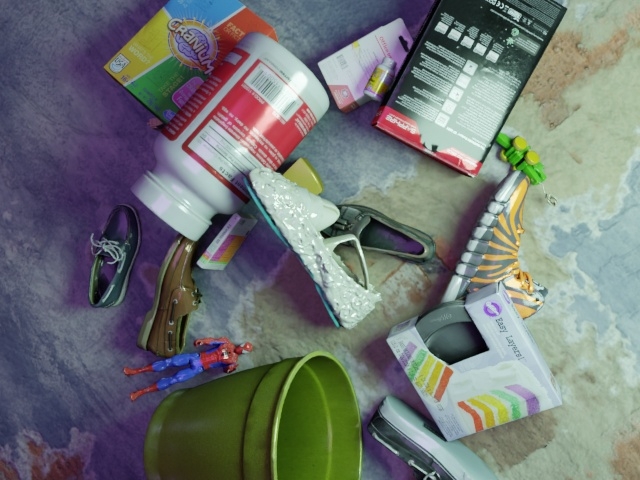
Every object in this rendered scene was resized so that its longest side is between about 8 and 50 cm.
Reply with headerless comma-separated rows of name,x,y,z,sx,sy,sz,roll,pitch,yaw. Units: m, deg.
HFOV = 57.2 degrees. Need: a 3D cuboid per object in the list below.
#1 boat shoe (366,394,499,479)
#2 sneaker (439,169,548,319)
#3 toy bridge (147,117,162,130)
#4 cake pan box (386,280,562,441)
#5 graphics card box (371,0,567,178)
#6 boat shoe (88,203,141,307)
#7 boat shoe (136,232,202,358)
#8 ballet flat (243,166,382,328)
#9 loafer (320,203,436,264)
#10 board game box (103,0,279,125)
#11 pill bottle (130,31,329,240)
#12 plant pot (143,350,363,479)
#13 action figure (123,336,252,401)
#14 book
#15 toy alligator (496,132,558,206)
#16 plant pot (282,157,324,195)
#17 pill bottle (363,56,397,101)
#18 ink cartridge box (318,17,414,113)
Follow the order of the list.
boat shoe,0.228,0.449,1.184,0.306,0.113,0.104,34,104,15
sneaker,0.378,0.032,1.161,0.180,0.124,0.320,25,106,10
toy bridge,-0.319,-0.286,1.366,0.188,0.063,0.026,-7,87,14
cake pan box,0.294,0.235,1.140,0.246,0.070,0.266,-27,98,22
graphics card box,0.287,-0.339,1.161,0.233,0.094,0.370,26,97,-7
boat shoe,-0.500,0.036,1.396,0.095,0.079,0.254,17,93,15
boat shoe,-0.319,0.126,1.340,0.105,0.111,0.307,22,106,6
ballet flat,0.000,0.000,1.187,0.147,0.147,0.408,-25,116,13
loafer,0.111,-0.019,1.237,0.268,0.084,0.096,17,94,14
board game box,-0.290,-0.418,1.322,0.242,0.064,0.316,40,84,12
pill bottle,-0.191,-0.205,1.214,0.229,0.229,0.407,40,88,12
plant pot,-0.147,0.416,1.185,0.353,0.366,0.366,-8,87,27
action figure,-0.281,0.269,1.274,0.281,0.139,0.091,-16,78,-14
book,-0.207,0.002,1.313,0.035,0.096,0.144,41,98,13
toy alligator,0.423,-0.152,1.179,0.051,0.056,0.189,-32,79,-29
plant pot,-0.038,-0.124,1.283,0.081,0.081,0.083,-44,90,10
pill bottle,0.123,-0.328,1.194,0.043,0.043,0.083,29,98,13
ink cartridge box,0.110,-0.371,1.254,0.198,0.067,0.115,-26,85,14
